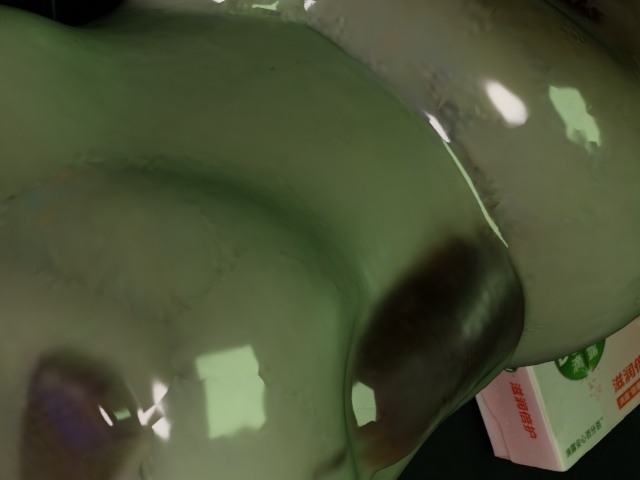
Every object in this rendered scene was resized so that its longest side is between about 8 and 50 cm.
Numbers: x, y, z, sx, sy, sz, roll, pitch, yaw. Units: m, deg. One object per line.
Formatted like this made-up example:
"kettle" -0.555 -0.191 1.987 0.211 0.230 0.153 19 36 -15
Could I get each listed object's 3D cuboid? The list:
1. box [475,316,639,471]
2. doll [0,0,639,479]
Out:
"box" 0.121 0.036 0.842 0.125 0.043 0.089 -37 118 -33
"doll" -0.013 -0.010 0.606 0.370 0.215 0.226 -41 145 -27
